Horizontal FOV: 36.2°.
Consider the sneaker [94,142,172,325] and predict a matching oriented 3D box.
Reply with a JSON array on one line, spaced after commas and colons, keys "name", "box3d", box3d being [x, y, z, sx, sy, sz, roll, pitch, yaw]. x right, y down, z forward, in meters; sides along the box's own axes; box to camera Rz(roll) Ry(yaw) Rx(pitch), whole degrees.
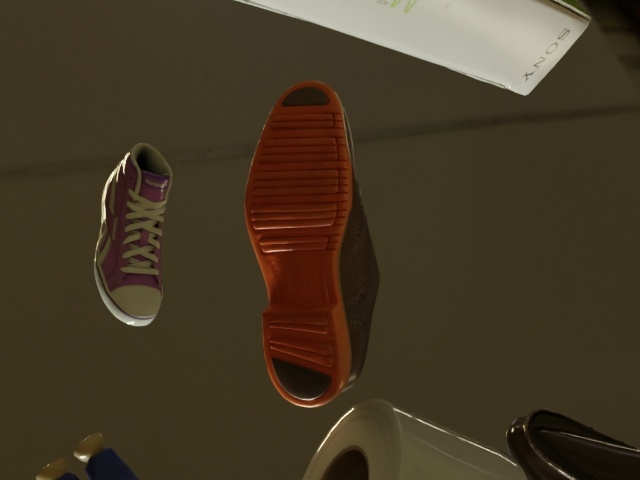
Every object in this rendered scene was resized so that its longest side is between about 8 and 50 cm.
[{"name": "sneaker", "box3d": [-0.279, -0.021, 1.499, 0.102, 0.161, 0.282, 5, -123, -30]}]

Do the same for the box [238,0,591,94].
[{"name": "box", "box3d": [-0.031, -0.214, 0.466, 0.232, 0.058, 0.322, 5, -133, -47]}]

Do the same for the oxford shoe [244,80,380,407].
[{"name": "oxford shoe", "box3d": [0.000, 0.000, 1.136, 0.130, 0.364, 0.132, 5, -172, 29]}]

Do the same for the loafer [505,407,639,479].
[{"name": "loafer", "box3d": [0.432, 0.322, 1.336, 0.366, 0.130, 0.134, 27, -143, 20]}]

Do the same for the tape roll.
[{"name": "tape roll", "box3d": [0.088, 0.312, 1.056, 0.169, 0.246, 0.246, 26, -133, -18]}]

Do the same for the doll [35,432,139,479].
[{"name": "doll", "box3d": [-0.164, 0.258, 0.823, 0.129, 0.046, 0.189, -33, -114, -27]}]
